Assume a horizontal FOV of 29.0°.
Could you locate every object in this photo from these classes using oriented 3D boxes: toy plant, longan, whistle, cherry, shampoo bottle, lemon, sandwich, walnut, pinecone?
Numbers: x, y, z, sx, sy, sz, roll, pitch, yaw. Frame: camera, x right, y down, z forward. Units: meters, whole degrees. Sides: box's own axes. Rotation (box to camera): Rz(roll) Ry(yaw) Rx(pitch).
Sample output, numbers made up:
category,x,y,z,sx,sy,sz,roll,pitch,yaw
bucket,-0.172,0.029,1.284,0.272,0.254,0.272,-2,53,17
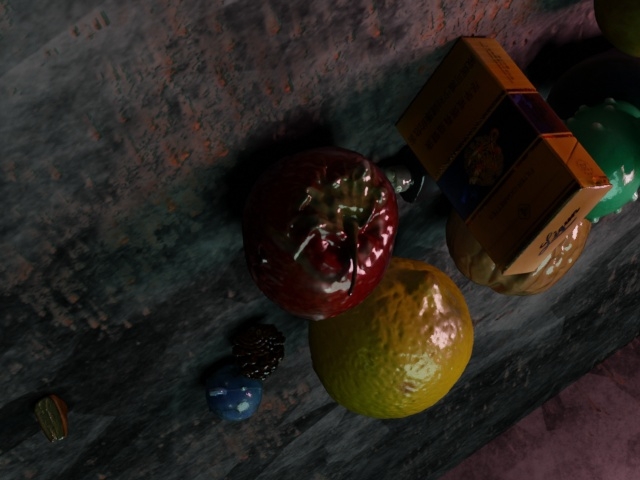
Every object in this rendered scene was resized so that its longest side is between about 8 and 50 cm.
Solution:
category,x,y,z,sx,sy,sz,roll,pitch,yaw
toy plant,0.373,-0.134,1.545,0.400,0.279,0.185,-39,136,-50
longan,0.401,-0.282,1.438,0.145,0.176,0.155,14,113,-35
whistle,-0.117,0.221,1.795,0.090,0.090,0.158,-42,157,15
cherry,0.000,0.000,1.395,0.175,0.192,0.250,1,163,2
shampoo bottle,0.139,-0.090,1.580,0.207,0.057,0.063,-17,152,-41
lemon,0.098,0.132,1.736,0.228,0.228,0.253,-24,171,-28
sandwich,-0.331,0.212,1.518,0.031,0.044,0.083,-30,-159,-5
walnut,0.285,-0.024,1.769,0.213,0.213,0.213,-31,158,-14
pinecone,-0.084,0.156,1.719,0.077,0.077,0.083,-26,132,-25

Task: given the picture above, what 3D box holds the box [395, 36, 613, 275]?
category,x,y,z,sx,sy,sz,roll,pitch,yaw
box,0.203,-0.097,1.415,0.070,0.237,0.152,-9,146,-45
